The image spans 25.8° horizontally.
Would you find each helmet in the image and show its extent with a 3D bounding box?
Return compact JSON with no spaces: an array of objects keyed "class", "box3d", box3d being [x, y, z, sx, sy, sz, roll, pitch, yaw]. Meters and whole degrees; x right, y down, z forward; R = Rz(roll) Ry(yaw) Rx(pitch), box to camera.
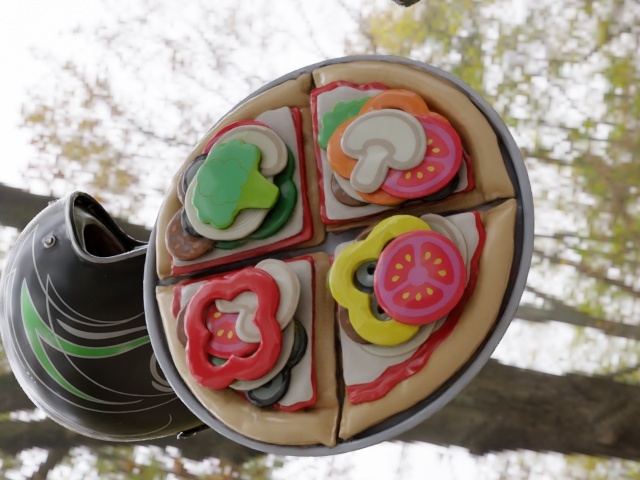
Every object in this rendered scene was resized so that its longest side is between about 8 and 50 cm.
[{"class":"helmet","box3d":[-0.140,0.052,0.963,0.169,0.162,0.169,5,-90,-86]}]

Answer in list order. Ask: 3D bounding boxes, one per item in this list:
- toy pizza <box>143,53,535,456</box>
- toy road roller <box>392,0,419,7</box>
[{"class":"toy pizza","box3d":[0.000,0.000,0.651,0.032,0.201,0.201,39,-115,-57]},{"class":"toy road roller","box3d":[0.064,-0.326,0.857,0.329,0.202,0.240,-51,-8,-6]}]
